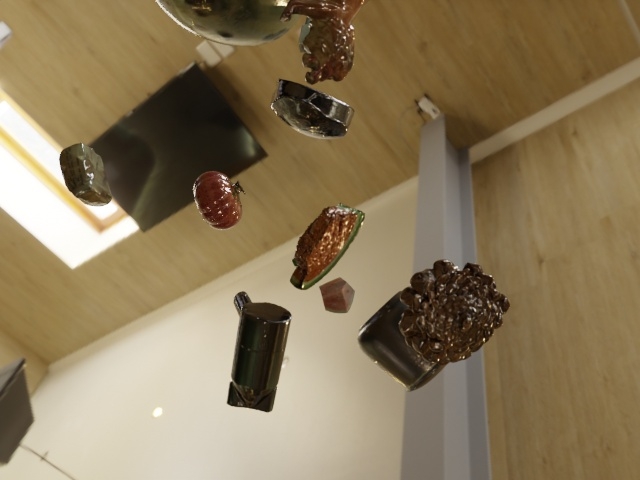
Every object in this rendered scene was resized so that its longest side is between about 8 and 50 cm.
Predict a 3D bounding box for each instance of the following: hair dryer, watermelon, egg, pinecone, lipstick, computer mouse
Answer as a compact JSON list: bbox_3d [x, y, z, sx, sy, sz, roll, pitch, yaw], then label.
[{"bbox_3d":[-0.169,0.241,1.464,0.302,0.116,0.245,-132,-128,-65],"label":"hair dryer"},{"bbox_3d":[0.041,0.140,1.523,0.084,0.092,0.072,-30,171,9],"label":"watermelon"},{"bbox_3d":[-0.205,-0.618,1.383,0.344,0.428,0.345,-16,-120,31],"label":"egg"},{"bbox_3d":[0.217,0.122,1.034,0.179,0.195,0.150,-20,-126,-10],"label":"pinecone"},{"bbox_3d":[-0.026,-0.487,1.405,0.030,0.030,0.129,3,-120,9],"label":"lipstick"},{"bbox_3d":[-0.028,-0.266,1.289,0.295,0.168,0.087,-123,-126,-77],"label":"computer mouse"}]

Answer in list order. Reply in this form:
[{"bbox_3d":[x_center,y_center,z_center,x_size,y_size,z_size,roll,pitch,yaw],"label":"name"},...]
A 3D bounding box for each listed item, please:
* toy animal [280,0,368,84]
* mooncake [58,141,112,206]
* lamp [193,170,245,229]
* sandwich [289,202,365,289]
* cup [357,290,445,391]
[{"bbox_3d":[0.031,-0.421,1.091,0.313,0.157,0.097,-61,-164,-12],"label":"toy animal"},{"bbox_3d":[-0.520,-0.136,1.356,0.073,0.125,0.130,-18,166,3],"label":"mooncake"},{"bbox_3d":[-0.294,-0.120,1.808,0.140,0.182,0.182,-22,-154,4],"label":"lamp"},{"bbox_3d":[-0.004,0.006,1.444,0.079,0.159,0.235,33,-87,29],"label":"sandwich"},{"bbox_3d":[0.175,0.219,1.290,0.169,0.176,0.223,-41,169,-31],"label":"cup"}]
